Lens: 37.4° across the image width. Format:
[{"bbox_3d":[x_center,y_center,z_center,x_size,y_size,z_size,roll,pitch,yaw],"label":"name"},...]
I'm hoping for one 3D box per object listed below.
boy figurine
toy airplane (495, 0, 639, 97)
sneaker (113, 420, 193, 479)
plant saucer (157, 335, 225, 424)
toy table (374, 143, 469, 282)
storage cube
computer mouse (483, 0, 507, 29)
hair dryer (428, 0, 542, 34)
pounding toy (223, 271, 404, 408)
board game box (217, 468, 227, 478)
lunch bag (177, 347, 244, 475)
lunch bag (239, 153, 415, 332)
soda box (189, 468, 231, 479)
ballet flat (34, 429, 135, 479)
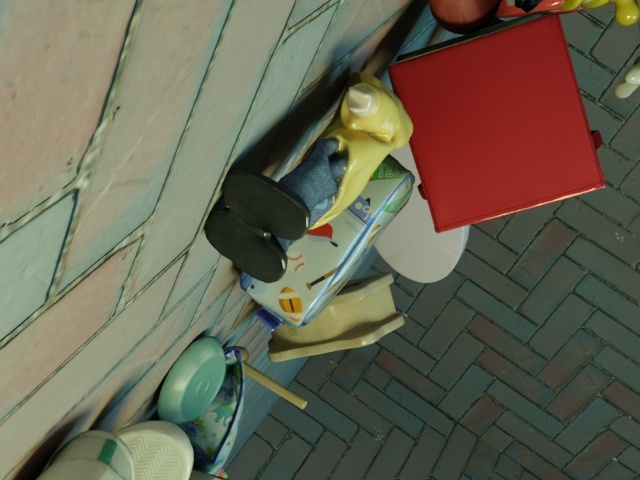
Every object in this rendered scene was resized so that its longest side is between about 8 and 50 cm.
[{"bbox_3d":[0.012,-0.083,0.879,0.285,0.092,0.177,-50,172,-47],"label":"boy figurine"},{"bbox_3d":[0.496,-0.424,1.434,0.384,0.386,0.272,-57,-174,7],"label":"toy airplane"},{"bbox_3d":[-0.209,0.261,0.991,0.292,0.108,0.169,-49,180,24],"label":"sneaker"},{"bbox_3d":[-0.148,0.173,1.136,0.119,0.021,0.119,-46,151,-36],"label":"plant saucer"},{"bbox_3d":[0.166,-0.090,1.432,0.161,0.252,0.274,-50,149,-42],"label":"toy table"},{"bbox_3d":[0.198,-0.141,1.076,0.215,0.193,0.183,-17,-169,12],"label":"storage cube"},{"bbox_3d":[0.247,-0.249,1.368,0.072,0.272,0.188,-10,-157,34],"label":"computer mouse"},{"bbox_3d":[0.192,-0.318,0.991,0.293,0.080,0.223,-33,156,-43],"label":"hair dryer"},{"bbox_3d":[-0.008,0.145,1.377,0.269,0.155,0.154,-13,-173,20],"label":"pounding toy"},{"bbox_3d":[-0.272,0.455,1.448,0.281,0.027,0.145,-32,167,-34],"label":"board game box"},{"bbox_3d":[-0.145,0.223,1.252,0.151,0.096,0.129,-63,177,-22],"label":"lunch bag"},{"bbox_3d":[0.000,0.000,1.137,0.243,0.115,0.303,-53,175,-5],"label":"lunch bag"},{"bbox_3d":[-0.152,0.321,1.123,0.286,0.098,0.091,-14,-124,60],"label":"soda box"},{"bbox_3d":[-0.262,0.331,0.869,0.400,0.139,0.139,-59,173,25],"label":"ballet flat"}]
